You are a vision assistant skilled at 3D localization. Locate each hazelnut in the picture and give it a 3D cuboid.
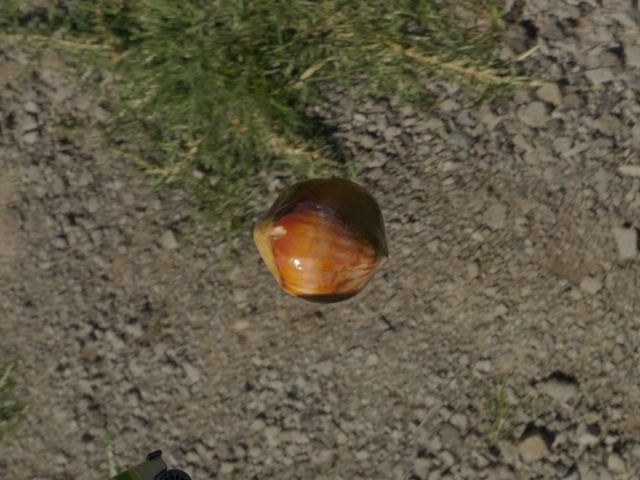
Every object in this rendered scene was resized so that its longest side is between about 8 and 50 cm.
[{"bbox_3d":[0.000,0.000,1.417,0.182,0.182,0.182,6,106,23],"label":"hazelnut"}]

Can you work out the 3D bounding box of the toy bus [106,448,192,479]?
[{"bbox_3d":[-0.224,0.470,1.449,0.305,0.179,0.143,50,139,28],"label":"toy bus"}]
